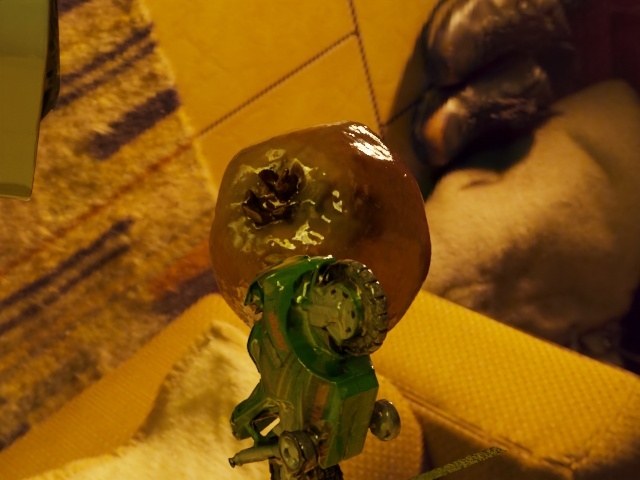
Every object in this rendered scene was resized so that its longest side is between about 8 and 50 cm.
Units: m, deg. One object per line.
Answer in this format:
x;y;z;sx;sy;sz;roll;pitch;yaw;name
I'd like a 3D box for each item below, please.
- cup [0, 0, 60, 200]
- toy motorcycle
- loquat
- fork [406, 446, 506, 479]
-0.145;-0.081;0.329;0.130;0.128;0.095;1;143;-21;cup
-0.010;0.077;0.630;0.074;0.106;0.190;-15;133;-34;toy motorcycle
0.000;0.000;0.891;0.234;0.176;0.187;62;25;-62;loquat
0.024;0.156;0.632;0.039;0.235;0.021;17;59;-28;fork
